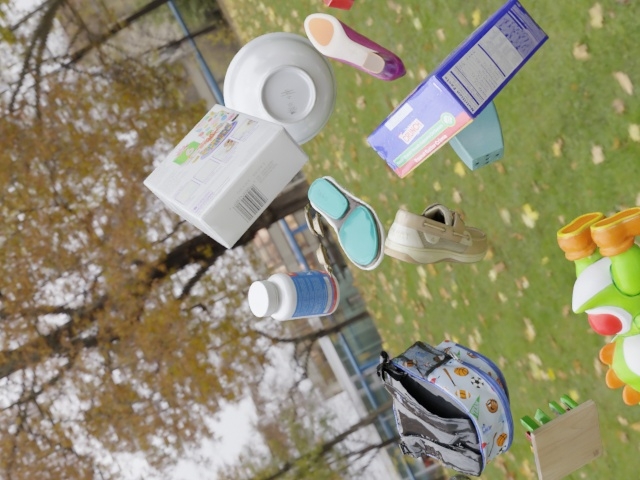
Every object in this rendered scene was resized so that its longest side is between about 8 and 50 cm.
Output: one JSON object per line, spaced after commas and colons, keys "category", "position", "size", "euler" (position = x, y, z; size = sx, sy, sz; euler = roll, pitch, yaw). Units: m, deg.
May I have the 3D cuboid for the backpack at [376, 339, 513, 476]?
{"category": "backpack", "position": [0.279, 0.353, 1.688], "size": [0.263, 0.213, 0.277], "euler": [29, 144, 53]}

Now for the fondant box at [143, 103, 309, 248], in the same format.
{"category": "fondant box", "position": [-0.200, -0.142, 1.644], "size": [0.096, 0.238, 0.330], "euler": [47, 170, -34]}

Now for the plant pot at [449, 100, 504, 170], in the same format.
{"category": "plant pot", "position": [0.463, -0.347, 2.468], "size": [0.166, 0.165, 0.234], "euler": [50, -162, -73]}

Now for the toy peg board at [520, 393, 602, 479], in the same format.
{"category": "toy peg board", "position": [0.523, 0.428, 1.776], "size": [0.079, 0.161, 0.161], "euler": [45, 156, 58]}

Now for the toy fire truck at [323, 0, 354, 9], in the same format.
{"category": "toy fire truck", "position": [0.031, -0.532, 1.477], "size": [0.135, 0.047, 0.192], "euler": [-57, 41, 45]}

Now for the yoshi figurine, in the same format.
{"category": "yoshi figurine", "position": [0.570, 0.116, 1.413], "size": [0.203, 0.203, 0.362], "euler": [-33, -78, -63]}

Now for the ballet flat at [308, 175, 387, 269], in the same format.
{"category": "ballet flat", "position": [0.102, -0.046, 2.197], "size": [0.400, 0.139, 0.139], "euler": [52, 174, 48]}

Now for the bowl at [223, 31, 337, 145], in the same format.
{"category": "bowl", "position": [-0.091, -0.369, 2.026], "size": [0.298, 0.297, 0.134], "euler": [62, 178, -17]}

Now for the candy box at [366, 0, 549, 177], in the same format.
{"category": "candy box", "position": [0.273, -0.305, 1.627], "size": [0.122, 0.317, 0.268], "euler": [47, 149, -4]}

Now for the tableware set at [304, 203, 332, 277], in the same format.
{"category": "tableware set", "position": [0.000, 0.000, 1.781], "size": [0.141, 0.020, 0.169], "euler": [24, -131, -81]}

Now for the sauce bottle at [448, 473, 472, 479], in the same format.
{"category": "sauce bottle", "position": [0.333, 0.599, 1.804], "size": [0.111, 0.111, 0.344], "euler": [63, 179, 2]}

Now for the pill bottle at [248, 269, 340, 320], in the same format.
{"category": "pill bottle", "position": [-0.069, 0.143, 2.101], "size": [0.221, 0.124, 0.124], "euler": [-3, -124, -38]}

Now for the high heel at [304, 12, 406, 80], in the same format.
{"category": "high heel", "position": [0.077, -0.423, 1.768], "size": [0.244, 0.082, 0.117], "euler": [32, -161, 27]}

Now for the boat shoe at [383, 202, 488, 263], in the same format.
{"category": "boat shoe", "position": [0.231, -0.017, 1.515], "size": [0.109, 0.098, 0.302], "euler": [21, -166, 39]}
